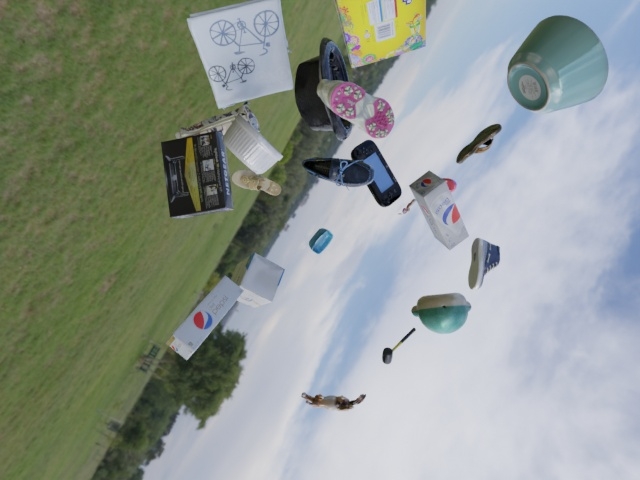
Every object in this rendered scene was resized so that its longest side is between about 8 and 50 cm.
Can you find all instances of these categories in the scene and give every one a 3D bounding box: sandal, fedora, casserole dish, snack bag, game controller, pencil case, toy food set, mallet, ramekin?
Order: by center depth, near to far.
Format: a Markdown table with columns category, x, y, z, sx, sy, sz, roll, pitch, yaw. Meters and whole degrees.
| category | x | y | z | sx | sy | sz | roll | pitch | yaw |
| --- | --- | --- | --- | --- | --- | --- | --- | --- | --- |
| fedora | 0.002 | -0.502 | 1.425 | 0.152 | 0.334 | 0.334 | -6 | -145 | 20 |
| ramekin | -0.239 | -0.323 | 1.433 | 0.109 | 0.207 | 0.207 | -47 | -170 | 5 |
| snack bag | -0.266 | -0.667 | 1.502 | 0.343 | 0.323 | 0.037 | 78 | -6 | -46 |
| mallet | 0.297 | 0.382 | 1.559 | 0.189 | 0.039 | 0.062 | -39 | 141 | -26 |
| sandal | 0.607 | -0.358 | 1.579 | 0.219 | 0.060 | 0.090 | -48 | -169 | 46 |
| casserole dish | 0.000 | 0.000 | 1.794 | 0.114 | 0.037 | 0.188 | -51 | 165 | 0 |
| sandal | -0.284 | -0.268 | 1.913 | 0.079 | 0.240 | 0.088 | 12 | -94 | 65 |
| game controller | 0.267 | -0.317 | 1.962 | 0.166 | 0.319 | 0.067 | -36 | -170 | -24 |
| toy food set | 0.453 | -0.170 | 2.134 | 0.122 | 0.019 | 0.078 | -48 | 161 | 23 |
| pencil case | -0.531 | -0.576 | 2.161 | 0.410 | 0.160 | 0.183 | -18 | 161 | 7 |

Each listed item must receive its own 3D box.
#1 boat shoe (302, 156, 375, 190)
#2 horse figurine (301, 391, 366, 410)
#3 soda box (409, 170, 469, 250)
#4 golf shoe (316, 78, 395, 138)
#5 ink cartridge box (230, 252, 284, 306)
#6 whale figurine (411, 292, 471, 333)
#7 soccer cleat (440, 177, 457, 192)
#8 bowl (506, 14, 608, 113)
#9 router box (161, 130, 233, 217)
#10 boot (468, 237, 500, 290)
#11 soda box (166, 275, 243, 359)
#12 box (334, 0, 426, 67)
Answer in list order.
| category | x | y | z | sx | sy | sz | roll | pitch | yaw |
| --- | --- | --- | --- | --- | --- | --- | --- | --- | --- |
| boat shoe | 0.052 | -0.225 | 1.391 | 0.089 | 0.258 | 0.109 | -6 | 102 | -59 |
| horse figurine | 0.046 | 0.636 | 1.644 | 0.174 | 0.263 | 0.066 | 85 | 8 | -65 |
| soda box | 0.412 | -0.098 | 1.432 | 0.091 | 0.286 | 0.098 | -37 | -143 | 1 |
| golf shoe | 0.113 | -0.409 | 1.270 | 0.140 | 0.306 | 0.115 | 42 | -74 | 40 |
| ink cartridge box | -0.307 | 0.191 | 1.920 | 0.232 | 0.168 | 0.171 | -27 | -142 | 57 |
| whale figurine | 0.445 | 0.273 | 1.527 | 0.272 | 0.216 | 0.141 | 55 | 29 | -72 |
| soccer cleat | 0.541 | -0.237 | 1.914 | 0.095 | 0.083 | 0.248 | -21 | 180 | -29 |
| bowl | 0.741 | -0.545 | 1.365 | 0.163 | 0.312 | 0.311 | -34 | -173 | -6 |
| router box | -0.489 | -0.256 | 1.652 | 0.081 | 0.242 | 0.309 | 3 | 80 | -79 |
| boot | 0.534 | 0.082 | 1.340 | 0.069 | 0.086 | 0.190 | 114 | -6 | -63 |
| soda box | -0.291 | 0.193 | 1.064 | 0.074 | 0.069 | 0.216 | -45 | -173 | 46 |
| box | 0.099 | -0.582 | 0.852 | 0.290 | 0.177 | 0.279 | 50 | 29 | -69 |
